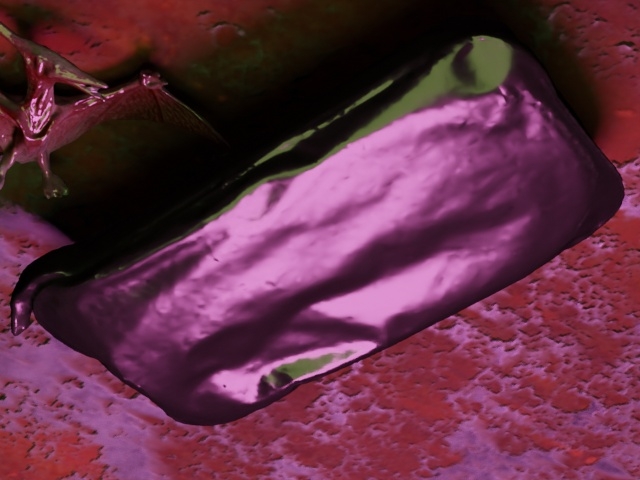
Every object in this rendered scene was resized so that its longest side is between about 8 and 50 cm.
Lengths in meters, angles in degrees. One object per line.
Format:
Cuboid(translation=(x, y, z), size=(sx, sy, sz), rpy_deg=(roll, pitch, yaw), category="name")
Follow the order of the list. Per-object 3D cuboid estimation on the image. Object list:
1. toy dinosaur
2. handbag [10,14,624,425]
Cuboid(translation=(-0.154, -0.072, 0.891), size=(0.220, 0.032, 0.108), rpy_deg=(11, 135, -16), category="toy dinosaur")
Cuboid(translation=(-0.002, 0.002, 0.948), size=(0.332, 0.075, 0.191), rpy_deg=(-28, 140, 17), category="handbag")
